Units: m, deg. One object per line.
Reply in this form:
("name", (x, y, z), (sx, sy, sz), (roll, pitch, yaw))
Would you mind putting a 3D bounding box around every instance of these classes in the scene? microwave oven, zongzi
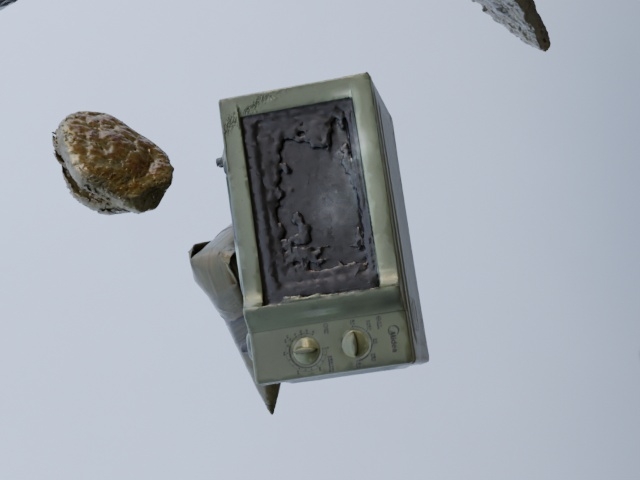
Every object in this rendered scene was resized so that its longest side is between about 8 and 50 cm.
("microwave oven", (0.000, 0.000, 1.461), (0.286, 0.219, 0.354), (32, -131, -80))
("zongzi", (-0.055, 0.081, 1.782), (0.260, 0.123, 0.289), (-42, -64, -41))

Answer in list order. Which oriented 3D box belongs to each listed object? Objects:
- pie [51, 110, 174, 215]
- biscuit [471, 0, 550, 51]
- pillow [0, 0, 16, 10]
("pie", (-0.290, -0.108, 1.602), (0.079, 0.163, 0.193), (110, 146, -40))
("biscuit", (0.245, -0.354, 1.606), (0.032, 0.133, 0.250), (-54, -32, -4))
("pillow", (-0.388, -0.257, 1.141), (0.335, 0.162, 0.092), (-42, -61, -57))
